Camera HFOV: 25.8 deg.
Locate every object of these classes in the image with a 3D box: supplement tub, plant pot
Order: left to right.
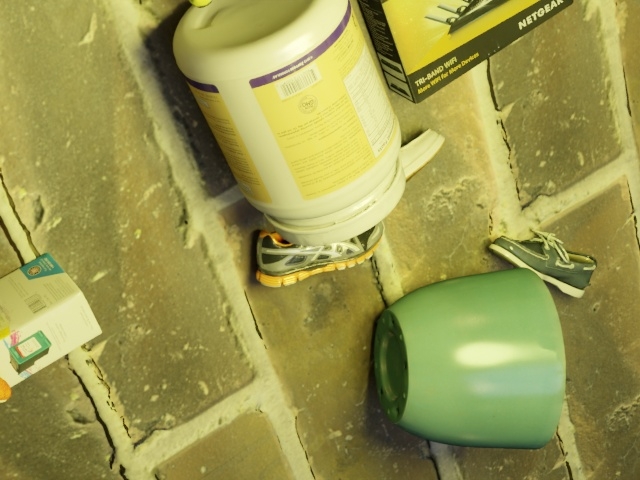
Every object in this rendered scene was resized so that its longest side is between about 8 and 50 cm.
[{"bbox_3d":[-0.031,-0.180,1.880,0.241,0.241,0.331,-35,128,-13],"label":"supplement tub"},{"bbox_3d":[0.219,0.192,2.214,0.235,0.293,0.293,-2,115,-14],"label":"plant pot"}]

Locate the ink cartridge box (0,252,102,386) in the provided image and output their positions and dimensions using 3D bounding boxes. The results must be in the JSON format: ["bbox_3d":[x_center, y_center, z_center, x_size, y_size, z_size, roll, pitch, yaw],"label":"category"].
[{"bbox_3d":[-0.425,0.125,1.848,0.231,0.134,0.078,-31,126,-15],"label":"ink cartridge box"}]

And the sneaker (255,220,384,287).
[{"bbox_3d":[0.000,0.000,2.095,0.215,0.084,0.083,-21,117,-23],"label":"sneaker"}]

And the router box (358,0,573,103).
[{"bbox_3d":[0.206,-0.382,2.033,0.309,0.081,0.243,-34,127,-14],"label":"router box"}]

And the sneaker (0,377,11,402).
[{"bbox_3d":[-0.441,0.146,1.721,0.067,0.064,0.175,-51,129,-5],"label":"sneaker"}]

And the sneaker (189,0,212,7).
[{"bbox_3d":[-0.191,-0.393,1.779,0.094,0.081,0.208,-23,112,-21],"label":"sneaker"}]

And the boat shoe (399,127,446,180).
[{"bbox_3d":[0.075,-0.104,2.079,0.277,0.098,0.096,-38,86,-32],"label":"boat shoe"}]

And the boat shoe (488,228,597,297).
[{"bbox_3d":[0.380,0.028,2.342,0.254,0.095,0.079,23,101,-40],"label":"boat shoe"}]
